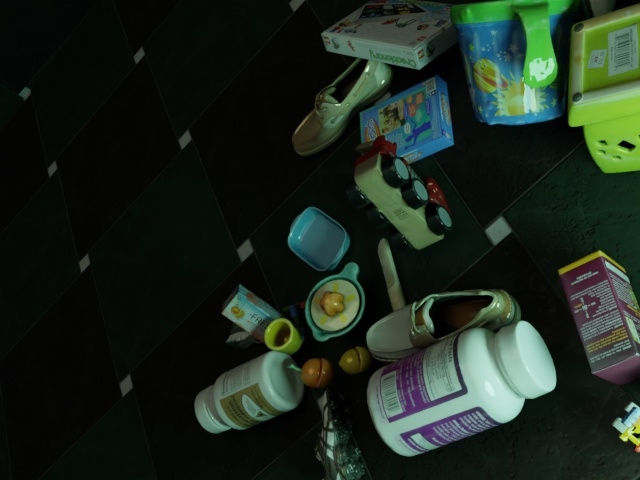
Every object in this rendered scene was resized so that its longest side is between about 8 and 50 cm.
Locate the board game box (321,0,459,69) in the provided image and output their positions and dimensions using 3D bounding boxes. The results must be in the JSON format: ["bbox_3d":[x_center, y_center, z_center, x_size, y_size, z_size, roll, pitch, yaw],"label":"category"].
[{"bbox_3d":[0.171,-0.467,1.906,0.193,0.053,0.305,-38,38,-23],"label":"board game box"}]

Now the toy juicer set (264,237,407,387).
[{"bbox_3d":[0.052,0.158,1.729,0.329,0.089,0.209,-42,54,5],"label":"toy juicer set"}]

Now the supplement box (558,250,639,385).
[{"bbox_3d":[0.464,0.126,1.383,0.081,0.104,0.188,-31,52,30],"label":"supplement box"}]

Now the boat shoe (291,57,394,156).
[{"bbox_3d":[0.031,-0.318,2.001,0.302,0.098,0.109,-39,49,23],"label":"boat shoe"}]

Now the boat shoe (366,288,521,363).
[{"bbox_3d":[0.208,0.146,1.584,0.302,0.103,0.113,-21,60,25],"label":"boat shoe"}]

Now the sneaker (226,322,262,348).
[{"bbox_3d":[-0.148,0.195,1.959,0.166,0.065,0.076,-15,57,36],"label":"sneaker"}]

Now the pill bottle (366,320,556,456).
[{"bbox_3d":[0.243,0.251,1.486,0.301,0.169,0.169,-29,54,30],"label":"pill bottle"}]

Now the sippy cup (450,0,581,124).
[{"bbox_3d":[0.363,-0.333,1.588,0.240,0.305,0.224,4,107,35],"label":"sippy cup"}]

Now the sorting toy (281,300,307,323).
[{"bbox_3d":[-0.042,0.157,1.886,0.102,0.061,0.042,-19,88,42],"label":"sorting toy"}]

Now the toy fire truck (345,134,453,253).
[{"bbox_3d":[0.151,-0.120,1.737,0.158,0.217,0.246,-29,31,31],"label":"toy fire truck"}]

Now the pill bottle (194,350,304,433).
[{"bbox_3d":[-0.158,0.333,1.849,0.229,0.131,0.131,-28,54,31],"label":"pill bottle"}]

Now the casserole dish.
[{"bbox_3d":[0.000,0.000,1.927,0.188,0.037,0.114,37,97,45],"label":"casserole dish"}]

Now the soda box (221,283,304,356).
[{"bbox_3d":[-0.123,0.175,1.854,0.063,0.183,0.058,-50,13,14],"label":"soda box"}]

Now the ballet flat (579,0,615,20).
[{"bbox_3d":[0.518,-0.572,1.657,0.139,0.139,0.400,-31,51,29],"label":"ballet flat"}]

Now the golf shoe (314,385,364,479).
[{"bbox_3d":[0.019,0.387,1.699,0.094,0.077,0.198,-31,51,29],"label":"golf shoe"}]

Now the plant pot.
[{"bbox_3d":[0.537,-0.265,1.426,0.227,0.207,0.228,-9,64,41],"label":"plant pot"}]

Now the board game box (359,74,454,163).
[{"bbox_3d":[0.182,-0.244,1.861,0.210,0.047,0.160,-21,58,35],"label":"board game box"}]

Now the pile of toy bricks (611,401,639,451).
[{"bbox_3d":[0.543,0.236,1.272,0.105,0.118,0.212,40,91,13],"label":"pile of toy bricks"}]
